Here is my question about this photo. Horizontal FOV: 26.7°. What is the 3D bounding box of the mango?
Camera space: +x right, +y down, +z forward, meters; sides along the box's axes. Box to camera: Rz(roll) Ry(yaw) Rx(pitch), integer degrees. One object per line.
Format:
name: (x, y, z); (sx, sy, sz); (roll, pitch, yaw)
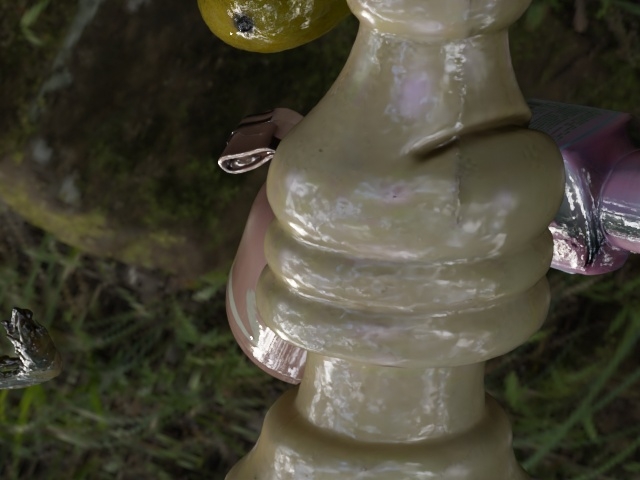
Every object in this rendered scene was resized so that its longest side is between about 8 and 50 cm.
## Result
mango: (-0.026, -0.200, 0.971); (0.091, 0.137, 0.237); (60, -175, -19)

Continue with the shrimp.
shrimp: (-0.359, 0.125, 1.454); (0.148, 0.035, 0.195); (-6, 153, -5)

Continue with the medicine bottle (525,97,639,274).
medicine bottle: (0.214, -0.040, 1.077); (0.188, 0.094, 0.119); (18, 130, 50)

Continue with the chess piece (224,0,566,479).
chess piece: (0.030, 0.018, 0.567); (0.139, 0.124, 0.307); (17, 120, 27)

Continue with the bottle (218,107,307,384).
bottle: (0.000, 0.000, 1.184); (0.206, 0.173, 0.297); (26, 154, 1)
